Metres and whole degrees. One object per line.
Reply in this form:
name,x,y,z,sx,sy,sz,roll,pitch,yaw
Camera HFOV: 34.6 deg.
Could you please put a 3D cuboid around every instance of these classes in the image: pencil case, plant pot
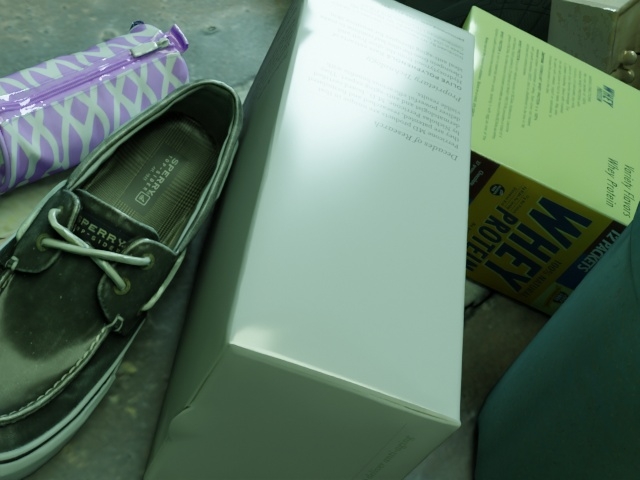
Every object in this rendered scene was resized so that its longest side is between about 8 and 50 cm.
pencil case,-0.190,-0.107,0.804,0.206,0.088,0.086,-36,91,-41
plant pot,0.295,0.114,0.720,0.341,0.334,0.341,14,50,-18

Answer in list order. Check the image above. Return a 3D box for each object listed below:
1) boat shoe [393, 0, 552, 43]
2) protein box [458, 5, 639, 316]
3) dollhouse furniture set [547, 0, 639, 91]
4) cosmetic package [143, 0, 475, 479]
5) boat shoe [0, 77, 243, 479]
boat shoe,0.137,-0.268,1.092,0.320,0.118,0.103,-1,55,-19
protein box,0.184,-0.069,0.941,0.201,0.136,0.200,25,46,-8
dollhouse furniture set,0.462,-0.171,1.037,0.394,0.362,0.256,21,41,30
cosmetic package,0.000,0.000,0.748,0.155,0.197,0.366,19,49,-13
boat shoe,-0.158,0.004,0.700,0.121,0.119,0.335,30,54,-7
